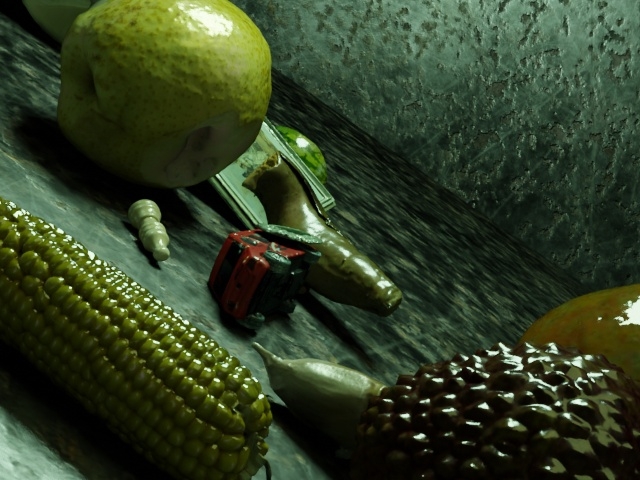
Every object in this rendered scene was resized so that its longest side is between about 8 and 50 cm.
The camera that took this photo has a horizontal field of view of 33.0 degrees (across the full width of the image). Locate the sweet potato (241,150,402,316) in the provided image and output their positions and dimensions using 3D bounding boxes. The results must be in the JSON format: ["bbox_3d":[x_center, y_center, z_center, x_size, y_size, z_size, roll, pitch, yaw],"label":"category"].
[{"bbox_3d":[-0.006,0.003,1.356,0.085,0.112,0.285,-23,55,-24],"label":"sweet potato"}]

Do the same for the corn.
[{"bbox_3d":[-0.152,0.073,0.778,0.310,0.101,0.101,38,13,7],"label":"corn"}]

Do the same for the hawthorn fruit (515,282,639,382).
[{"bbox_3d":[0.351,0.192,1.321,0.268,0.301,0.267,-13,90,-86],"label":"hawthorn fruit"}]

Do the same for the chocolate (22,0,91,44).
[{"bbox_3d":[-0.370,-0.448,1.779,0.314,0.326,0.297,33,29,-23],"label":"chocolate"}]

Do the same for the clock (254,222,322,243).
[{"bbox_3d":[-0.035,-0.007,1.246,0.074,0.010,0.083,19,7,37],"label":"clock"}]

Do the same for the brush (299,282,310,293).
[{"bbox_3d":[-0.030,0.033,1.453,0.090,0.017,0.314,40,12,10],"label":"brush"}]

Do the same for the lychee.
[{"bbox_3d":[0.159,0.192,0.871,0.271,0.235,0.236,9,13,1],"label":"lychee"}]

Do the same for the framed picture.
[{"bbox_3d":[-0.108,-0.126,1.541,0.274,0.017,0.217,50,34,3],"label":"framed picture"}]

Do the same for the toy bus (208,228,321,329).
[{"bbox_3d":[-0.069,0.034,1.198,0.089,0.081,0.195,28,11,11],"label":"toy bus"}]

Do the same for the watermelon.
[{"bbox_3d":[-0.059,-0.150,2.002,0.163,0.087,0.069,35,49,10],"label":"watermelon"}]

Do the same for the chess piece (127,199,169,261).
[{"bbox_3d":[-0.181,-0.007,1.163,0.035,0.035,0.092,26,19,-35],"label":"chess piece"}]

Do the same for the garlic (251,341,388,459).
[{"bbox_3d":[0.011,0.143,0.995,0.152,0.084,0.066,21,36,26],"label":"garlic"}]

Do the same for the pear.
[{"bbox_3d":[-0.192,-0.188,1.310,0.271,0.271,0.271,33,12,-8],"label":"pear"}]
